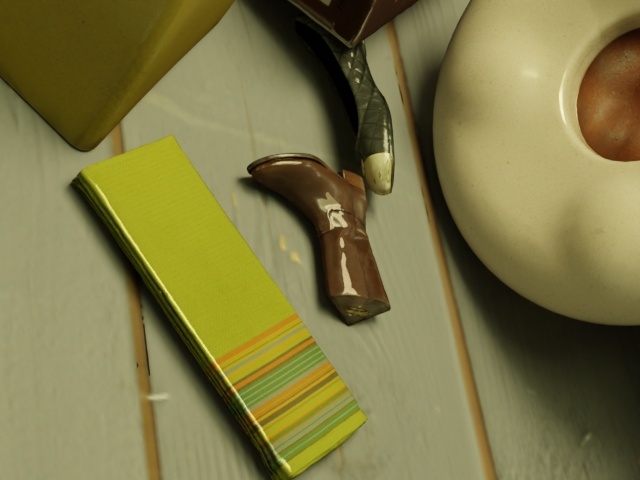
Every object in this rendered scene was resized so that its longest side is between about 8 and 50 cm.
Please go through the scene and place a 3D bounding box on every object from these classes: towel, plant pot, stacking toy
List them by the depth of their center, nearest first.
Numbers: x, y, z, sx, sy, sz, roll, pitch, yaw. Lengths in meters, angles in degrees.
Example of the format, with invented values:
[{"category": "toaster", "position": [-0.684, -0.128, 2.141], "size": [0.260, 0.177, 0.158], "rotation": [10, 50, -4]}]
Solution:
[{"category": "towel", "position": [-0.063, 0.041, 1.014], "size": [0.237, 0.021, 0.102], "rotation": [55, 35, 6]}, {"category": "plant pot", "position": [-0.133, -0.228, 1.015], "size": [0.212, 0.187, 0.212], "rotation": [44, 41, -8]}, {"category": "stacking toy", "position": [0.342, -0.057, 1.309], "size": [0.480, 0.350, 0.351], "rotation": [27, 43, -53]}]

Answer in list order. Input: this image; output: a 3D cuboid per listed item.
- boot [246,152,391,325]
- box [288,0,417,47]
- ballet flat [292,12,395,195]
[{"category": "boot", "position": [0.000, 0.000, 1.091], "size": [0.106, 0.037, 0.114], "rotation": [11, 60, -35]}, {"category": "box", "position": [0.065, -0.319, 1.271], "size": [0.191, 0.143, 0.381], "rotation": [38, 41, 10]}, {"category": "ballet flat", "position": [0.021, -0.104, 1.180], "size": [0.049, 0.057, 0.173], "rotation": [-10, 59, -12]}]
